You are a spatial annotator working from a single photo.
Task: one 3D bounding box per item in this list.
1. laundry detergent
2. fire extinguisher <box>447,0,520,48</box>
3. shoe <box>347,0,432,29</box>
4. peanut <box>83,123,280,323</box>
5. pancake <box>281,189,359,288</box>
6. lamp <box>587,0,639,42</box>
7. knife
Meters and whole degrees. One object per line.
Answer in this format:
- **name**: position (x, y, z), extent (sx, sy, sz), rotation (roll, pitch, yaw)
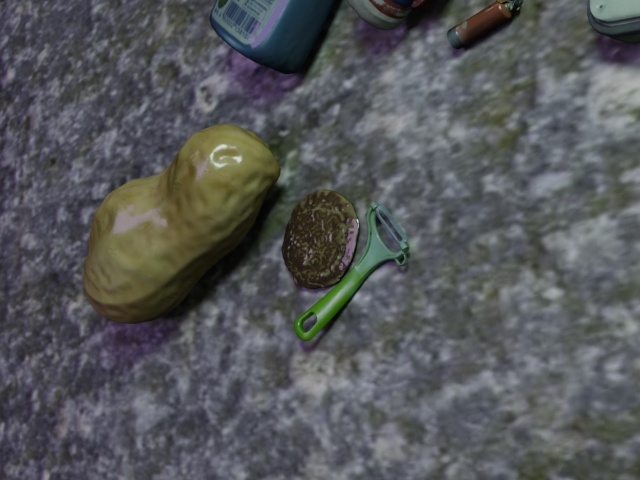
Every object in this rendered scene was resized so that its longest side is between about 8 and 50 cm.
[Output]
- **laundry detergent**: position (-0.010, -0.332, 1.270), extent (0.289, 0.094, 0.143), rotation (-58, 38, 16)
- **fire extinguisher**: position (0.158, -0.212, 1.102), extent (0.083, 0.022, 0.028), rotation (-28, 31, 40)
- **shoe**: position (0.087, -0.329, 1.144), extent (0.125, 0.099, 0.227), rotation (-7, 81, 55)
- **peanut**: position (-0.174, -0.017, 1.321), extent (0.319, 0.148, 0.147), rotation (-43, 52, 34)
- **pancake**: position (-0.001, 0.000, 1.230), extent (0.115, 0.011, 0.114), rotation (-13, 72, 45)
- **lamp**: position (0.338, -0.301, 0.907), extent (0.269, 0.047, 0.266), rotation (-2, 78, 47)
- **knife**: position (0.030, 0.043, 1.178), extent (0.166, 0.023, 0.078), rotation (-52, 46, 24)
